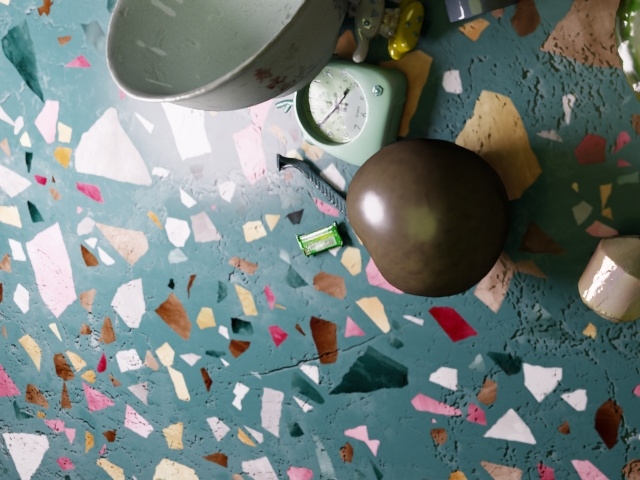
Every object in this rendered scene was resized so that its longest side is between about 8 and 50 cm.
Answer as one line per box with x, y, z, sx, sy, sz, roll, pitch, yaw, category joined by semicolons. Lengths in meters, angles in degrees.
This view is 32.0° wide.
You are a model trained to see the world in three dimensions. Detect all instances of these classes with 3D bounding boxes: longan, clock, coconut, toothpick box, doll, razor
0.155;-0.035;1.658;0.248;0.248;0.248;10;111;27;longan
0.027;-0.219;1.759;0.211;0.066;0.159;24;117;21;clock
0.437;0.046;1.586;0.116;0.116;0.122;36;124;15;coconut
0.211;-0.394;1.570;0.101;0.101;0.153;-10;102;32;toothpick box
0.095;-0.336;1.664;0.113;0.071;0.135;-8;96;-13;doll
0.007;-0.084;1.839;0.190;0.033;0.066;38;166;10;razor

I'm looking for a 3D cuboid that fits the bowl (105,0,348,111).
-0.097;-0.338;1.672;0.435;0.196;0.434;-21;51;28;bowl

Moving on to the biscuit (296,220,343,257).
0.000;0.000;1.879;0.089;0.016;0.046;-19;95;33;biscuit

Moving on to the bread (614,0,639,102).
0.563;-0.282;1.393;0.366;0.129;0.382;51;123;9;bread
